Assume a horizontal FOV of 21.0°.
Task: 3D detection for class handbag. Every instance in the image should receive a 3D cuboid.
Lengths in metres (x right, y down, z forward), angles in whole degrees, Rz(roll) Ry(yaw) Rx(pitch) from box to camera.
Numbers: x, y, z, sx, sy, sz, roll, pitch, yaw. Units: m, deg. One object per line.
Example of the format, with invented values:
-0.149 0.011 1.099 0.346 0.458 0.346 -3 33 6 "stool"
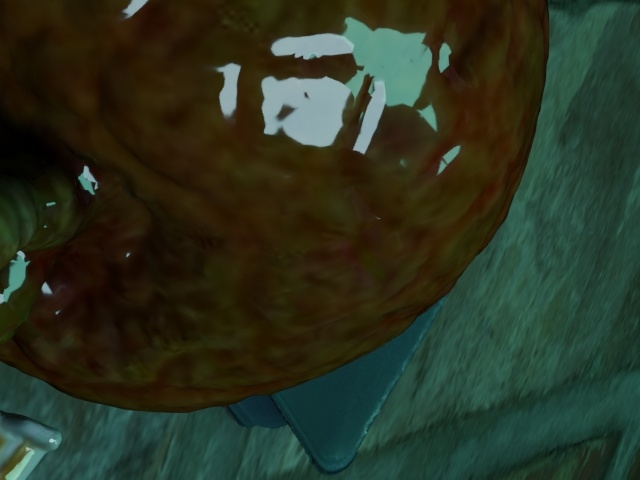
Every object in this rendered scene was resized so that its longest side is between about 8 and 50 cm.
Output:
0.000 0.000 0.883 0.179 0.062 0.229 -57 151 -18 "handbag"

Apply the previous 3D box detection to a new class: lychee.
-0.045 -0.058 0.561 0.255 0.255 0.300 85 16 -45 "lychee"

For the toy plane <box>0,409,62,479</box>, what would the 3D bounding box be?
-0.153 0.170 0.580 0.245 0.244 0.117 -56 178 -13 "toy plane"
